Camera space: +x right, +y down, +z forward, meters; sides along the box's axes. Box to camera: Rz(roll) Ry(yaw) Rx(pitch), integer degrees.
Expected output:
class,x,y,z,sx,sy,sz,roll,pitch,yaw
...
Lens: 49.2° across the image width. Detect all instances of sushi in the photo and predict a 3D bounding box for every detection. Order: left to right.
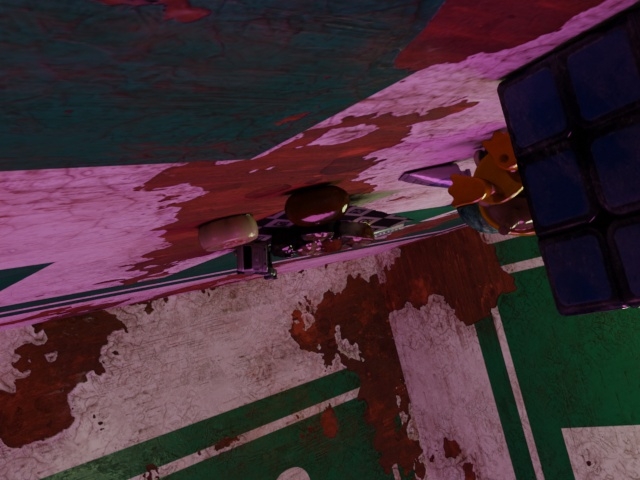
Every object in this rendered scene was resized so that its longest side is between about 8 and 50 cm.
class,x,y,z,sx,sy,sz,roll,pitch,yaw
sushi,0.000,0.000,1.628,0.320,0.068,0.339,-17,162,40

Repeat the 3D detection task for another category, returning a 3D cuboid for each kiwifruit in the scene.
class,x,y,z,sx,sy,sz,roll,pitch,yaw
kiwifruit,-0.006,-0.064,1.287,0.124,0.075,0.075,-9,174,-15

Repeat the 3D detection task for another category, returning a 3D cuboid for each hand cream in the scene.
class,x,y,z,sx,sy,sz,roll,pitch,yaw
hand cream,0.234,-0.128,1.417,0.142,0.053,0.084,-4,175,-3

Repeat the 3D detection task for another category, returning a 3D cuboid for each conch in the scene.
class,x,y,z,sx,sy,sz,roll,pitch,yaw
conch,0.555,-0.087,2.270,0.196,0.134,0.202,-16,176,4

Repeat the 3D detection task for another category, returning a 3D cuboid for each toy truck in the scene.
class,x,y,z,sx,sy,sz,roll,pitch,yaw
toy truck,-0.183,0.055,1.949,0.116,0.110,0.216,-3,176,0

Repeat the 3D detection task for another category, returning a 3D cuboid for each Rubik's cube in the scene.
class,x,y,z,sx,sy,sz,roll,pitch,yaw
Rubik's cube,0.436,-0.099,0.788,0.304,0.305,0.301,-13,176,-32

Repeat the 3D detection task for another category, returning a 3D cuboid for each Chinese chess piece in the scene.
class,x,y,z,sx,sy,sz,roll,pitch,yaw
Chinese chess piece,-0.188,-0.015,1.424,0.122,0.051,0.122,-14,175,-1

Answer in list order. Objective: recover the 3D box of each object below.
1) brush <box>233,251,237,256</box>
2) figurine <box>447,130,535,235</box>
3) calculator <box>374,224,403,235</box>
class,x,y,z,sx,sy,sz,roll,pitch,yaw
brush,-0.101,0.008,2.117,0.337,0.020,0.085,-13,175,-18
figurine,0.371,-0.109,1.328,0.215,0.187,0.344,-31,160,31
calculator,0.157,-0.025,2.387,0.295,0.042,0.184,-14,176,-37
